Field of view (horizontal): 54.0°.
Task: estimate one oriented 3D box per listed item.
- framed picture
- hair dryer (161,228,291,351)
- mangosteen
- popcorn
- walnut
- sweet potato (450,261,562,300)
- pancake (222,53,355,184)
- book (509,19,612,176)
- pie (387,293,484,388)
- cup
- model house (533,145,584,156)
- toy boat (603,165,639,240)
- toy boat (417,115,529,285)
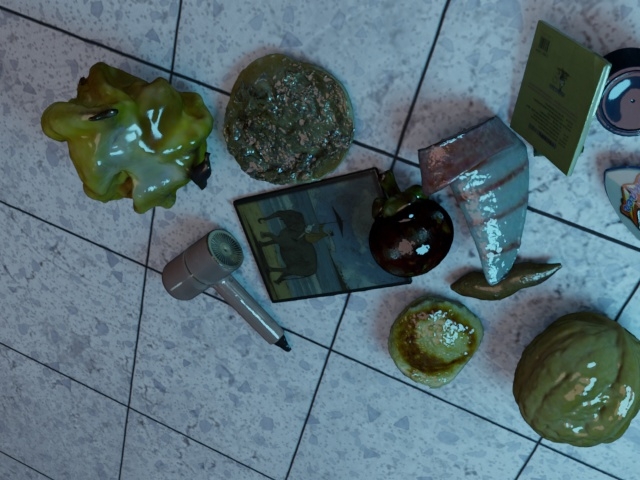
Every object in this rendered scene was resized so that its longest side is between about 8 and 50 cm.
[{"bbox_3d":[0.000,0.000,1.341,0.347,0.016,0.265,-10,110,25],"label":"framed picture"},{"bbox_3d":[-0.196,0.148,1.452,0.189,0.107,0.344,-33,105,32],"label":"hair dryer"},{"bbox_3d":[0.161,-0.020,1.171,0.172,0.172,0.184,-14,131,27],"label":"mangosteen"},{"bbox_3d":[-0.365,-0.211,1.259,0.297,0.281,0.316,-32,127,-9],"label":"popcorn"},{"bbox_3d":[0.481,0.251,1.157,0.224,0.257,0.257,12,124,-20],"label":"walnut"},{"bbox_3d":[0.358,0.081,1.213,0.218,0.051,0.065,-14,106,27],"label":"sweet potato"},{"bbox_3d":[-0.066,-0.229,1.235,0.282,0.049,0.282,8,117,17],"label":"pancake"},{"bbox_3d":[0.368,-0.224,0.989,0.013,0.168,0.192,-11,132,-17],"label":"book"},{"bbox_3d":[0.234,0.211,1.308,0.179,0.084,0.205,32,119,5],"label":"pie"},{"bbox_3d":[0.459,-0.231,0.969,0.150,0.138,0.113,11,118,17],"label":"cup"},{"bbox_3d":[0.403,-0.185,1.069,0.079,0.066,0.083,-1,96,34],"label":"model house"},{"bbox_3d":[0.594,-0.030,1.042,0.295,0.088,0.129,36,122,2],"label":"toy boat"},{"bbox_3d":[0.298,-0.064,1.113,0.206,0.096,0.282,-24,98,-9],"label":"toy boat"}]
